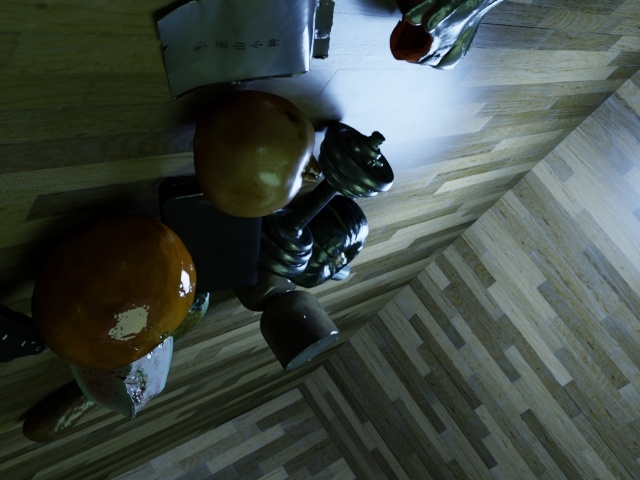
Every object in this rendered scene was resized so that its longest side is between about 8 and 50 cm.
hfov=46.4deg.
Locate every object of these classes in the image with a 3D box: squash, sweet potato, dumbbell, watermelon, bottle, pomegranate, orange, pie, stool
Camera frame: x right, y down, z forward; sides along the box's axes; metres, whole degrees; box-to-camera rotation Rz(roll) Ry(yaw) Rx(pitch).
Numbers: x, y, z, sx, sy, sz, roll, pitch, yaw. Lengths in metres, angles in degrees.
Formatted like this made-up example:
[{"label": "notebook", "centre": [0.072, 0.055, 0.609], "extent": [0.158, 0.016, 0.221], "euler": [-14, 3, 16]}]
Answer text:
[{"label": "squash", "centre": [0.000, 0.000, 1.824], "extent": [0.252, 0.165, 0.252], "euler": [-31, 160, -12]}, {"label": "sweet potato", "centre": [-0.620, 0.414, 1.884], "extent": [0.292, 0.097, 0.097], "euler": [-33, 163, -11]}, {"label": "dumbbell", "centre": [-0.011, -0.080, 1.566], "extent": [0.406, 0.179, 0.179], "euler": [-45, 161, 27]}, {"label": "watermelon", "centre": [-0.412, 0.207, 1.548], "extent": [0.224, 0.180, 0.305], "euler": [-12, 125, -22]}, {"label": "bottle", "centre": [0.015, 0.073, 2.222], "extent": [0.096, 0.079, 0.253], "euler": [1, 173, 16]}, {"label": "pomegranate", "centre": [-0.108, -0.135, 1.183], "extent": [0.209, 0.209, 0.209], "euler": [-32, 163, -11]}, {"label": "orange", "centre": [-0.346, 0.089, 1.279], "extent": [0.284, 0.226, 0.284], "euler": [-43, 169, -11]}, {"label": "pie", "centre": [-0.398, 0.199, 1.767], "extent": [0.302, 0.067, 0.302], "euler": [-31, 161, -12]}, {"label": "stool", "centre": [-0.091, 0.192, 2.004], "extent": [0.179, 0.264, 0.179], "euler": [-32, 163, -11]}]

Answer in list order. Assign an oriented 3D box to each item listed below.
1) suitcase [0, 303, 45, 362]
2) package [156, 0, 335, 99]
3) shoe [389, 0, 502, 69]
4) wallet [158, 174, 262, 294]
[{"label": "suitcase", "centre": [-0.582, 0.150, 1.175], "extent": [0.206, 0.066, 0.285], "euler": [-14, 163, 1]}, {"label": "package", "centre": [-0.100, -0.290, 1.043], "extent": [0.251, 0.062, 0.204], "euler": [-18, 160, -11]}, {"label": "shoe", "centre": [0.204, -0.407, 1.212], "extent": [0.171, 0.132, 0.336], "euler": [-14, 158, -30]}, {"label": "wallet", "centre": [-0.211, 0.003, 1.444], "extent": [0.197, 0.051, 0.377], "euler": [-7, 147, -11]}]
